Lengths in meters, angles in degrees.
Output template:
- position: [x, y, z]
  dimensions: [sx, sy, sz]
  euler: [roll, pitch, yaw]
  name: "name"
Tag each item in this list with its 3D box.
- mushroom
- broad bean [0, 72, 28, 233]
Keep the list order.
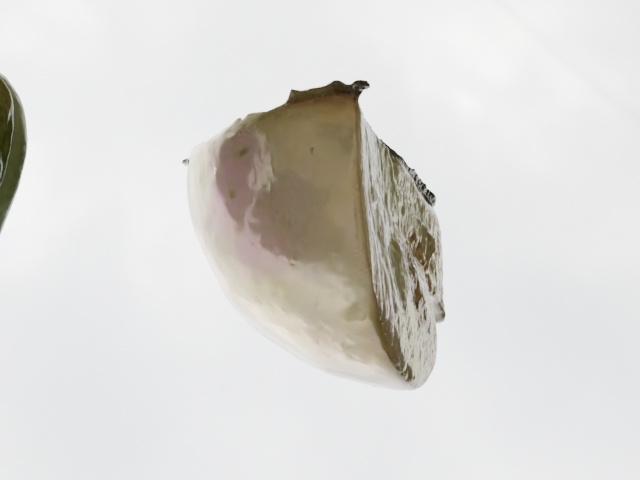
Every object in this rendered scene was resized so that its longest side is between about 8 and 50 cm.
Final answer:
- position: [-0.010, 0.024, 1.357]
  dimensions: [0.236, 0.162, 0.173]
  euler: [47, -139, -61]
  name: "mushroom"
- position: [-0.252, -0.011, 1.163]
  dimensions: [0.100, 0.228, 0.169]
  euler: [17, -141, -39]
  name: "broad bean"
